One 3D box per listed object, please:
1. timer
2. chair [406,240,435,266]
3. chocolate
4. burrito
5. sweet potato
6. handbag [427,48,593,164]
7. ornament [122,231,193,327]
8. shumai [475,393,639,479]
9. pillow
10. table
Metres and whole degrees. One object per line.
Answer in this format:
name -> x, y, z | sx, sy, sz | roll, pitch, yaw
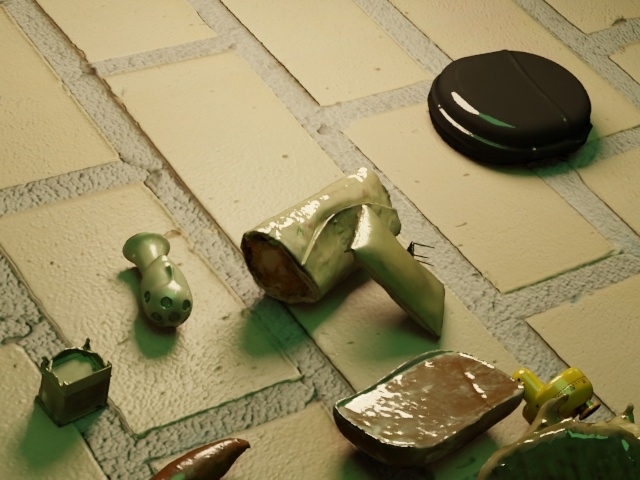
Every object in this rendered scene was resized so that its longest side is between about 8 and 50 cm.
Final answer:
timer -> 0.325, 0.217, 2.027 | 0.107, 0.107, 0.109 | -25, 66, -38
chair -> 0.134, 0.024, 2.240 | 0.086, 0.037, 0.042 | 9, 53, -15
chocolate -> 0.145, 0.243, 1.964 | 0.254, 0.080, 0.157 | -23, 39, -39
burrito -> 0.000, -0.004, 2.159 | 0.105, 0.143, 0.299 | 3, 24, 37
sweet potato -> -0.190, 0.308, 1.797 | 0.265, 0.057, 0.057 | -25, 55, -36
handbag -> 0.341, -0.238, 2.564 | 0.308, 0.093, 0.254 | -14, 48, -31
ornament -> -0.228, 0.057, 2.052 | 0.075, 0.081, 0.156 | 6, 36, -28
shumai -> 0.343, 0.347, 1.868 | 0.314, 0.267, 0.262 | 49, 11, -3
pillow -> 0.118, 0.048, 2.134 | 0.208, 0.053, 0.119 | 44, 27, -23
table -> -0.319, 0.182, 1.873 | 0.079, 0.083, 0.062 | -24, 55, -36
